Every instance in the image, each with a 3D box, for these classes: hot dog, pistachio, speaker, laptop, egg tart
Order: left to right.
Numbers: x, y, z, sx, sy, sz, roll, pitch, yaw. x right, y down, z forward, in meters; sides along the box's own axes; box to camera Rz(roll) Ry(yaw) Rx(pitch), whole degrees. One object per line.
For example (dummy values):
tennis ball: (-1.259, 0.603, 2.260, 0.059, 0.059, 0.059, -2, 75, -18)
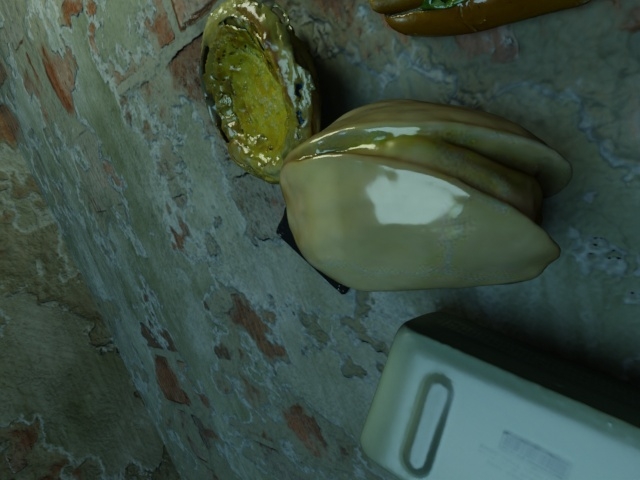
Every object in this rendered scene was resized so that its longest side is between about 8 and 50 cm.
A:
egg tart: (-0.074, -0.220, 0.637, 0.290, 0.107, 0.291, 34, 139, 37)
laptop: (0.000, 0.000, 0.761, 0.180, 0.016, 0.129, 41, 135, 16)
pistachio: (0.099, -0.049, 0.493, 0.321, 0.238, 0.229, 10, 78, 31)
hot dog: (0.163, -0.261, 0.425, 0.249, 0.068, 0.100, 8, 117, 40)
speaker: (0.261, 0.243, 0.519, 0.406, 0.183, 0.184, 19, 101, 34)
